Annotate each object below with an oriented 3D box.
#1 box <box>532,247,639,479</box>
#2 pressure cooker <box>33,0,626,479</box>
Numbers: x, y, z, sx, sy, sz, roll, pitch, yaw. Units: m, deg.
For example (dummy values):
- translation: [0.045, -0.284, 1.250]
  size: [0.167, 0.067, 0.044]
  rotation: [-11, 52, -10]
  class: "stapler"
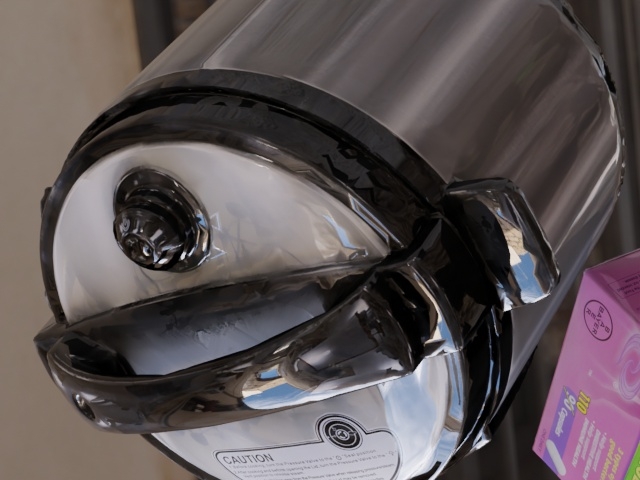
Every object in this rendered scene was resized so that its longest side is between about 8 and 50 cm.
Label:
- translation: [0.307, 0.158, 1.478]
  size: [0.117, 0.213, 0.243]
  rotation: [-19, -132, -29]
  class: "box"
- translation: [-0.004, -0.005, 1.359]
  size: [0.375, 0.370, 0.420]
  rotation: [29, -137, 9]
  class: "pressure cooker"
